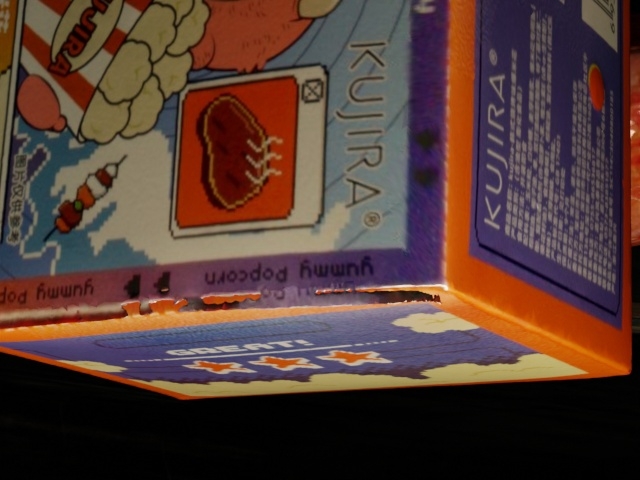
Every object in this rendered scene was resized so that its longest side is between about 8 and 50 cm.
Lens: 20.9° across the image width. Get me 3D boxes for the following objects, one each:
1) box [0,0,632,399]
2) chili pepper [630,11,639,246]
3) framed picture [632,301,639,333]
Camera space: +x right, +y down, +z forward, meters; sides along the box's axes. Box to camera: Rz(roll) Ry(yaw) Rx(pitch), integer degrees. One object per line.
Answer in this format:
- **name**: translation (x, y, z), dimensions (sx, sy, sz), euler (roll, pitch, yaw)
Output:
- **box**: translation (-0.014, -0.101, 0.973), dimensions (0.319, 0.348, 0.257), euler (-4, 165, 29)
- **chili pepper**: translation (0.171, -0.092, 1.355), dimensions (0.305, 0.229, 0.251), euler (-11, 161, 10)
- **framed picture**: translation (0.485, 0.115, 2.496), dimensions (0.168, 0.023, 0.128), euler (4, 166, -9)
